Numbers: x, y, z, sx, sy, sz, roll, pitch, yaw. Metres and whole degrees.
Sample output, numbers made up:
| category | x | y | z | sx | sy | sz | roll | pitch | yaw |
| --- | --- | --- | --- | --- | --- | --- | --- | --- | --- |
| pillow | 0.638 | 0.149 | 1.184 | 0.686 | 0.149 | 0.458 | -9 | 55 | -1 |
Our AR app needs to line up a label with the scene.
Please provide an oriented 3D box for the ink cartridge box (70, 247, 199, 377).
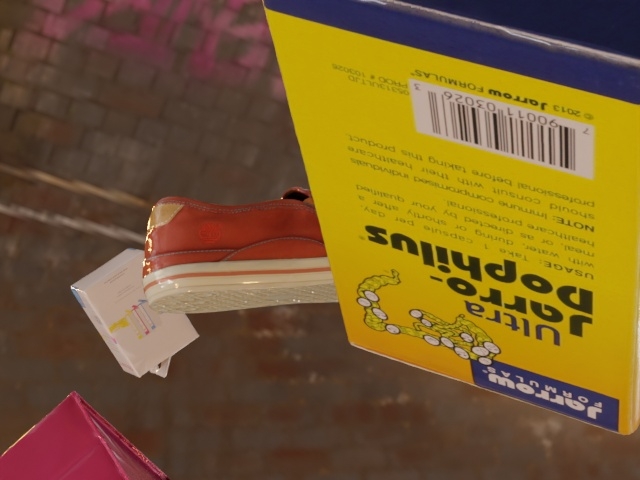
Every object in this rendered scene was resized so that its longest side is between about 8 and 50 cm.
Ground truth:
| category | x | y | z | sx | sy | sz | roll | pitch | yaw |
| --- | --- | --- | --- | --- | --- | --- | --- | --- | --- |
| ink cartridge box | -0.219 | 0.093 | 1.882 | 0.143 | 0.090 | 0.092 | 58 | 165 | -12 |

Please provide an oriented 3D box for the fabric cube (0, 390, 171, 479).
| category | x | y | z | sx | sy | sz | roll | pitch | yaw |
| --- | --- | --- | --- | --- | --- | --- | --- | --- | --- |
| fabric cube | -0.322 | 0.415 | 2.132 | 0.254 | 0.258 | 0.259 | 50 | 177 | -39 |

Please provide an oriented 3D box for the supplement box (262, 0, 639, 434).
| category | x | y | z | sx | sy | sz | roll | pitch | yaw |
| --- | --- | --- | --- | --- | --- | --- | --- | --- | --- |
| supplement box | 0.117 | -0.076 | 0.869 | 0.195 | 0.356 | 0.194 | 17 | -119 | 20 |

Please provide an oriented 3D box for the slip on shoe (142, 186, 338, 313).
| category | x | y | z | sx | sy | sz | roll | pitch | yaw |
| --- | --- | --- | --- | --- | --- | --- | --- | --- | --- |
| slip on shoe | 0.000 | 0.000 | 1.382 | 0.331 | 0.123 | 0.101 | -3 | -106 | -24 |
